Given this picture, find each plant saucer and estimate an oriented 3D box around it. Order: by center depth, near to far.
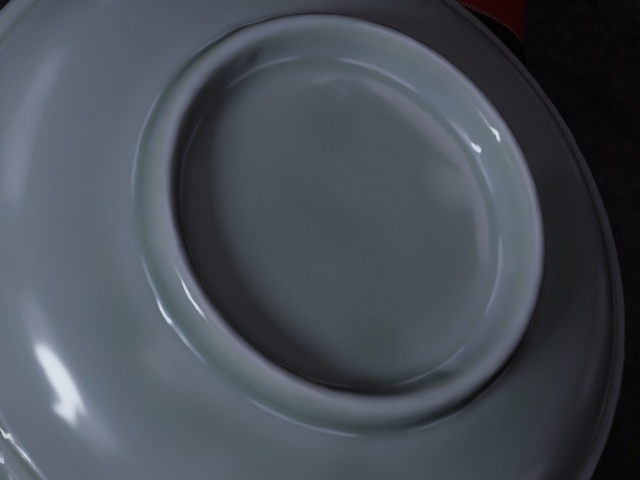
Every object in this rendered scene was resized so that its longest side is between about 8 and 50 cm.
[{"bbox_3d":[0.000,0.000,0.971,0.400,0.100,0.400,8,68,-21],"label":"plant saucer"}]

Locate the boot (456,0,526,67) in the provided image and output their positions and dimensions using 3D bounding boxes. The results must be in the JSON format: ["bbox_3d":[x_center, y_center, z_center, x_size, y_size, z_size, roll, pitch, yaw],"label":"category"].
[{"bbox_3d":[0.026,-0.176,1.137,0.244,0.088,0.176,23,55,-23],"label":"boot"}]
